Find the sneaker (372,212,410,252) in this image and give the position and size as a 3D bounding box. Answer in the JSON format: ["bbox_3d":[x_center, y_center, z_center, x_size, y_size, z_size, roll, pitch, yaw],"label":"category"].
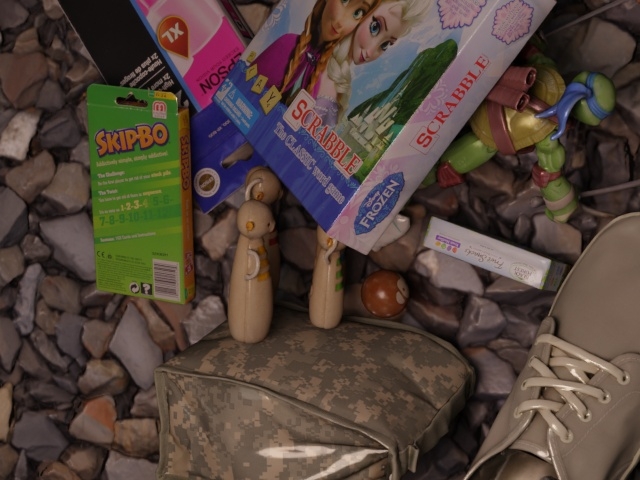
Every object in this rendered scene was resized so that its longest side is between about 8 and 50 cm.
[{"bbox_3d":[0.054,-0.066,1.832,0.061,0.053,0.152,-27,85,14],"label":"sneaker"}]

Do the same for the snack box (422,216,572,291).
[{"bbox_3d":[0.192,0.016,1.741,0.141,0.100,0.037,21,95,22],"label":"snack box"}]

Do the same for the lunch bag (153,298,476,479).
[{"bbox_3d":[0.003,0.184,1.725,0.287,0.235,0.169,9,112,24],"label":"lunch bag"}]

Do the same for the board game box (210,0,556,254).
[{"bbox_3d":[0.052,-0.196,1.689,0.318,0.066,0.319,-54,39,10],"label":"board game box"}]

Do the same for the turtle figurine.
[{"bbox_3d":[0.208,-0.117,1.707,0.266,0.274,0.198,-9,107,27],"label":"turtle figurine"}]

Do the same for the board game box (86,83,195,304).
[{"bbox_3d":[-0.212,-0.057,1.903,0.124,0.039,0.259,8,114,23],"label":"board game box"}]

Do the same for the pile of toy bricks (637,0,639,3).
[{"bbox_3d":[0.386,-0.237,1.669,0.118,0.105,0.212,-7,85,22],"label":"pile of toy bricks"}]

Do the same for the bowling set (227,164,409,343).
[{"bbox_3d":[0.000,0.000,1.766,0.200,0.287,0.154,3,109,-4],"label":"bowling set"}]

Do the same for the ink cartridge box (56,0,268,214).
[{"bbox_3d":[-0.178,-0.231,1.930,0.175,0.069,0.371,-37,77,17],"label":"ink cartridge box"}]

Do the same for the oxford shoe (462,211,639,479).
[{"bbox_3d":[0.261,0.167,1.647,0.169,0.130,0.449,21,77,34],"label":"oxford shoe"}]
